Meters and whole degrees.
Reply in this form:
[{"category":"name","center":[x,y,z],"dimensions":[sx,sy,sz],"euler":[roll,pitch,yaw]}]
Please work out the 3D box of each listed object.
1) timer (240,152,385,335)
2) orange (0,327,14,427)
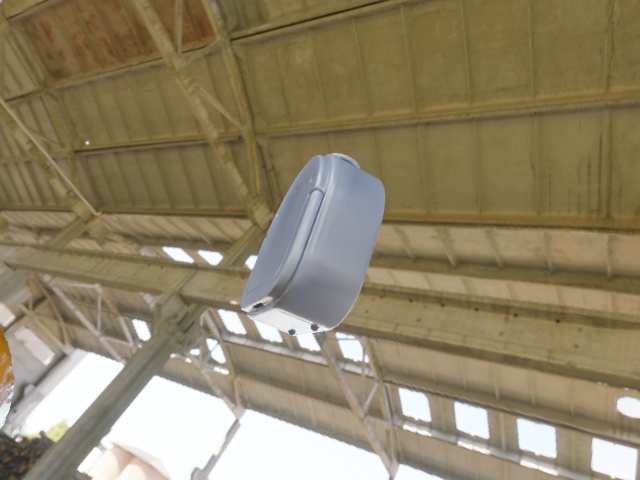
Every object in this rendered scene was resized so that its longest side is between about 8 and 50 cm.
[{"category":"timer","center":[0.000,0.000,0.964],"dimensions":[0.173,0.394,0.395],"euler":[25,-35,-13]},{"category":"orange","center":[-0.445,0.174,0.403],"dimensions":[0.310,0.274,0.274],"euler":[-32,-72,31]}]
